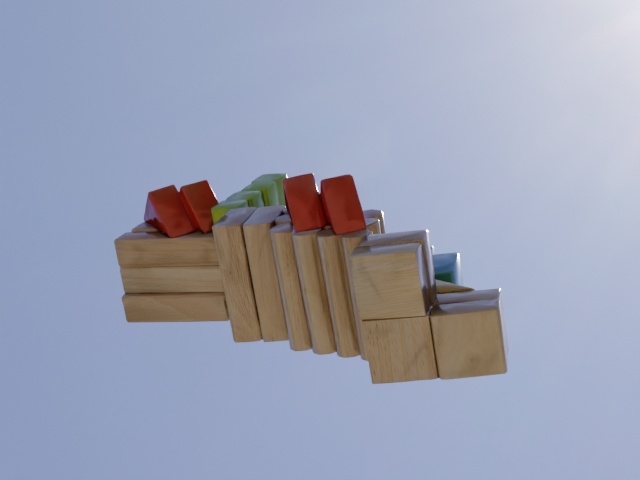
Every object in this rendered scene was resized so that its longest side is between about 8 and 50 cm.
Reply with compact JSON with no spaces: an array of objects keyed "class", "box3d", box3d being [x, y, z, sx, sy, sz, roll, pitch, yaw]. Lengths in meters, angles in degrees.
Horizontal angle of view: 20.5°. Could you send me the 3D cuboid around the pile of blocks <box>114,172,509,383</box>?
[{"class":"pile of blocks","box3d":[0.000,0.000,1.185,0.149,0.362,0.113,-23,-69,-37]}]
